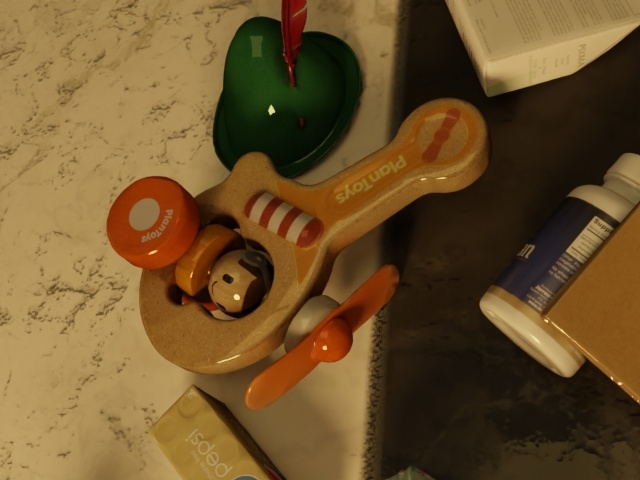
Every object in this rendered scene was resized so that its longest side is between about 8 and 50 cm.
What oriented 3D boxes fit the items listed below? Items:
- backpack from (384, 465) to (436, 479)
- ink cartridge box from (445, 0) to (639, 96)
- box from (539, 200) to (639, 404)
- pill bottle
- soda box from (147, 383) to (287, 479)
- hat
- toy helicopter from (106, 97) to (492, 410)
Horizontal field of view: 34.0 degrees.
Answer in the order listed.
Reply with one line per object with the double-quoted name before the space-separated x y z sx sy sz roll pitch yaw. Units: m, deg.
"backpack" 0.080 0.256 0.751 0.115 0.152 0.182 -37 41 -1
"ink cartridge box" 0.235 -0.245 0.992 0.224 0.056 0.181 -14 57 -2
"box" 0.287 0.034 0.769 0.164 0.021 0.201 41 87 1
"pill bottle" 0.213 0.016 0.825 0.169 0.094 0.094 -49 54 -4
"soda box" -0.070 0.208 0.893 0.061 0.058 0.181 -46 54 -1
"hat" -0.069 -0.189 1.023 0.173 0.183 0.208 4 67 29
"toy helicopter" 0.000 0.000 0.922 0.355 0.140 0.235 -32 57 6
